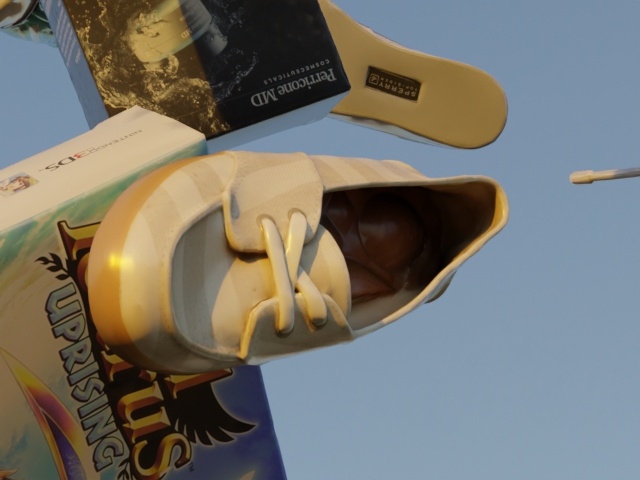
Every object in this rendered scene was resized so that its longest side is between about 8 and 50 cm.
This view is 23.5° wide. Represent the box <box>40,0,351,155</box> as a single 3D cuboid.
[{"bbox_3d":[-0.085,-0.135,0.997,0.156,0.158,0.093,-21,-3,-15],"label":"box"}]

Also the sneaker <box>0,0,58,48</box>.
[{"bbox_3d":[-0.206,-0.232,1.321,0.110,0.107,0.275,22,-19,-28],"label":"sneaker"}]

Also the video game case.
[{"bbox_3d":[-0.130,0.115,0.636,0.061,0.244,0.270,22,-47,48],"label":"video game case"}]

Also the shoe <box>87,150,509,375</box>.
[{"bbox_3d":[0.000,0.000,0.566,0.058,0.219,0.077,-9,-88,33],"label":"shoe"}]

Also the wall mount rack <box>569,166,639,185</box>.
[{"bbox_3d":[0.450,0.015,1.860,0.130,0.304,0.350,-38,-65,9],"label":"wall mount rack"}]

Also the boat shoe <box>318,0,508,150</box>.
[{"bbox_3d":[0.029,-0.197,1.782,0.367,0.136,0.156,17,-5,-14],"label":"boat shoe"}]
